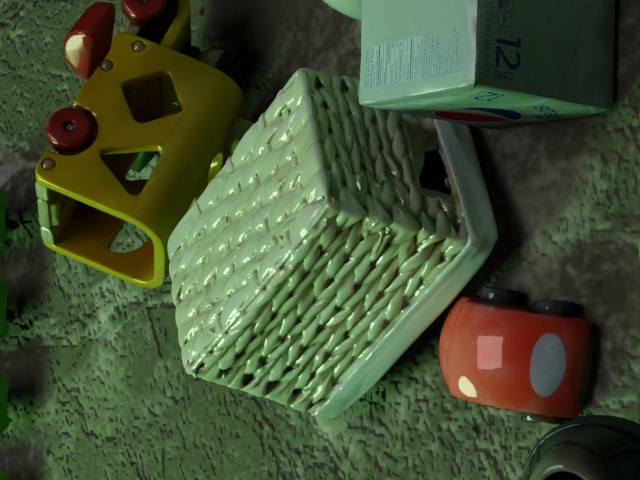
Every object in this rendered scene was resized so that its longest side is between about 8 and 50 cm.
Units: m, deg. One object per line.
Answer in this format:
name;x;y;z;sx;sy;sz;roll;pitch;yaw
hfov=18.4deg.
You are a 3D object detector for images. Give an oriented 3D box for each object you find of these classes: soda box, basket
soda box;0.086;-0.204;0.985;0.091;0.098;0.286;-6;80;51
basket;0.000;0.000;1.051;0.167;0.103;0.113;-49;38;37

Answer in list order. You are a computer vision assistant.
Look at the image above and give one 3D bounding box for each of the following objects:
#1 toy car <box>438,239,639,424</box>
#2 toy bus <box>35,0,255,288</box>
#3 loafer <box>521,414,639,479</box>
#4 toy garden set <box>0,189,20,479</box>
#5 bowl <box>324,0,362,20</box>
toy car;0.146;0.046;0.904;0.225;0.053;0.239;-61;43;28
toy bus;-0.092;-0.071;1.196;0.104;0.191;0.202;23;110;7
loafer;0.116;0.209;0.822;0.096;0.084;0.267;-8;87;20
toy garden set;-0.281;0.098;1.474;0.204;0.049;0.244;-13;75;50
bowl;0.013;-0.211;1.122;0.142;0.053;0.142;56;128;39
